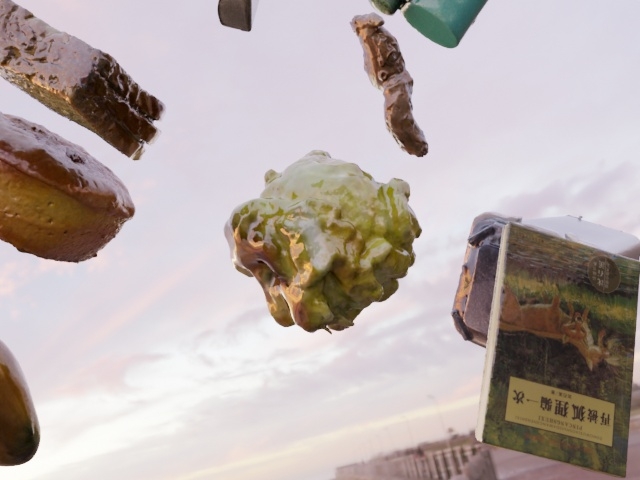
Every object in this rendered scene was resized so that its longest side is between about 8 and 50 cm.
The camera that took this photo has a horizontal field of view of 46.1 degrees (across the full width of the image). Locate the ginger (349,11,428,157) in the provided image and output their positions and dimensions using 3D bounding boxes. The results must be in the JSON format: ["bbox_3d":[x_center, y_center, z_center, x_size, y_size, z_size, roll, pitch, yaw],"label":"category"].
[{"bbox_3d":[0.127,-0.279,1.386,0.084,0.290,0.122,-30,18,-21],"label":"ginger"}]

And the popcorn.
[{"bbox_3d":[0.017,0.001,1.225,0.312,0.312,0.312,-12,-17,-4],"label":"popcorn"}]

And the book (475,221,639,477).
[{"bbox_3d":[0.244,0.107,0.759,0.160,0.228,0.024,16,-20,-10],"label":"book"}]

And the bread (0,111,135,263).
[{"bbox_3d":[-0.459,-0.089,1.218,0.172,0.312,0.312,-57,-24,2],"label":"bread"}]

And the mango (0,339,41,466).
[{"bbox_3d":[-0.480,0.221,1.056,0.152,0.221,0.120,-8,21,34],"label":"mango"}]

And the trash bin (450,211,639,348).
[{"bbox_3d":[0.453,0.081,1.382,0.296,0.255,0.368,21,20,36],"label":"trash bin"}]

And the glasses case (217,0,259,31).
[{"bbox_3d":[-0.093,-0.386,1.012,0.047,0.204,0.071,12,-23,-1],"label":"glasses case"}]

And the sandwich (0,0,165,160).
[{"bbox_3d":[-0.371,-0.235,1.069,0.099,0.288,0.254,-59,-13,-3],"label":"sandwich"}]

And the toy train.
[{"bbox_3d":[0.164,-0.347,0.877,0.159,0.248,0.101,34,-6,-9],"label":"toy train"}]
